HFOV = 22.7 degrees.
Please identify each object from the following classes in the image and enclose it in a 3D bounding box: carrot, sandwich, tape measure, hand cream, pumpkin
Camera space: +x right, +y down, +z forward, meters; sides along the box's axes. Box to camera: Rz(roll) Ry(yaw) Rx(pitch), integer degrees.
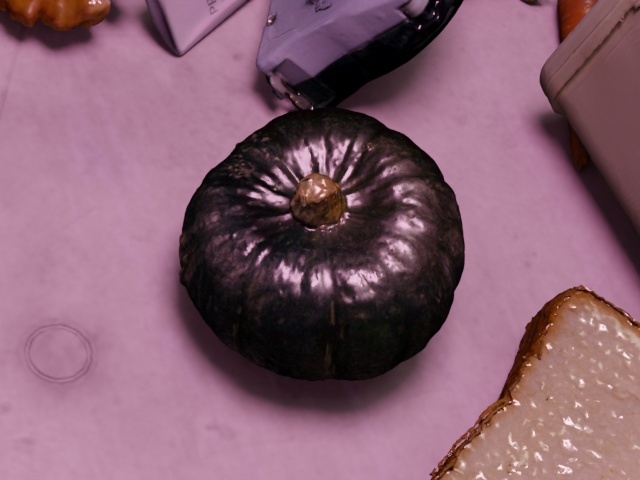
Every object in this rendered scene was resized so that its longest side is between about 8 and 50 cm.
[{"bbox_3d":[0.232,-0.151,1.409,0.048,0.048,0.216,11,60,-10],"label":"carrot"},{"bbox_3d":[0.203,0.205,1.120,0.271,0.099,0.301,40,51,5],"label":"sandwich"},{"bbox_3d":[0.039,-0.216,1.304,0.107,0.182,0.181,35,39,-32],"label":"tape measure"},{"bbox_3d":[-0.060,-0.251,1.370,0.255,0.048,0.079,-44,122,-38],"label":"hand cream"},{"bbox_3d":[0.002,0.001,1.159,0.212,0.152,0.211,7,51,-9],"label":"pumpkin"}]

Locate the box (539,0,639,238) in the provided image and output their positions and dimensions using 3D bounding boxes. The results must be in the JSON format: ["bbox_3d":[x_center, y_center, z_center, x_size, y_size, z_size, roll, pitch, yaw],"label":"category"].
[{"bbox_3d":[0.413,-0.058,1.300,0.352,0.177,0.344,-9,61,-33],"label":"box"}]

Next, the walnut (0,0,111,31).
[{"bbox_3d":[-0.219,-0.239,1.294,0.170,0.069,0.143,40,76,13],"label":"walnut"}]
